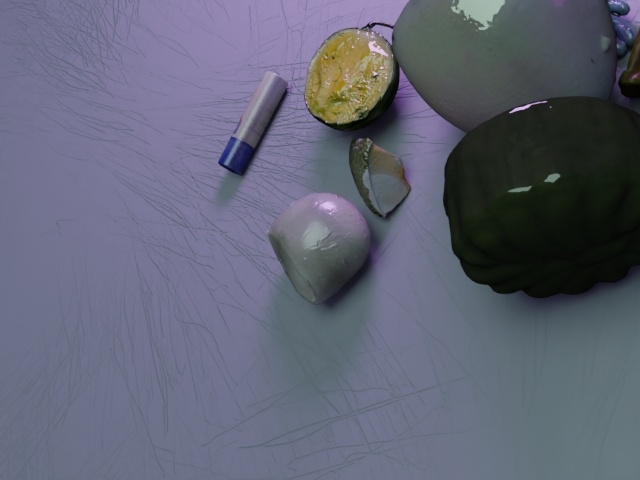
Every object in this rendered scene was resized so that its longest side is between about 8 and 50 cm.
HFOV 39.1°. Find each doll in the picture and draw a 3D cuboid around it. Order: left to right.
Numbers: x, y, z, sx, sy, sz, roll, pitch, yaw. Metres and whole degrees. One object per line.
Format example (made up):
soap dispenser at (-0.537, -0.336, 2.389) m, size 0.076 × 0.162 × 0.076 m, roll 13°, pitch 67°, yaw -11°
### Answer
doll at (0.498, -0.411, 1.633) m, size 0.120 × 0.075 × 0.179 m, roll -39°, pitch 54°, yaw 16°

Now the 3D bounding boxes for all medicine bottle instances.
medicine bottle at (-0.148, -0.258, 1.979) m, size 0.059 × 0.059 × 0.231 m, roll 23°, pitch 83°, yaw 36°

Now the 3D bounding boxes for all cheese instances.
cheese at (0.000, 0.000, 1.721) m, size 0.189 × 0.154 × 0.198 m, roll -37°, pitch 55°, yaw 7°

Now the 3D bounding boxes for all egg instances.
egg at (0.346, -0.314, 1.538) m, size 0.354 × 0.354 × 0.340 m, roll -40°, pitch 75°, yaw 11°

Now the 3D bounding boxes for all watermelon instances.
watermelon at (0.076, -0.320, 1.822) m, size 0.204 × 0.127 × 0.232 m, roll 9°, pitch 77°, yaw 34°

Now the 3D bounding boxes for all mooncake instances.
mooncake at (0.369, -0.051, 1.387) m, size 0.356 × 0.356 × 0.194 m, roll -17°, pitch 57°, yaw 25°

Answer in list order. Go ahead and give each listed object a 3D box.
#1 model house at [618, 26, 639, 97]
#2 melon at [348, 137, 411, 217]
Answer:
model house at (0.584, -0.329, 1.464) m, size 0.239 × 0.268 × 0.173 m, roll -34°, pitch 76°, yaw 17°
melon at (0.105, -0.154, 1.752) m, size 0.093 × 0.139 × 0.202 m, roll -22°, pitch 55°, yaw -4°
